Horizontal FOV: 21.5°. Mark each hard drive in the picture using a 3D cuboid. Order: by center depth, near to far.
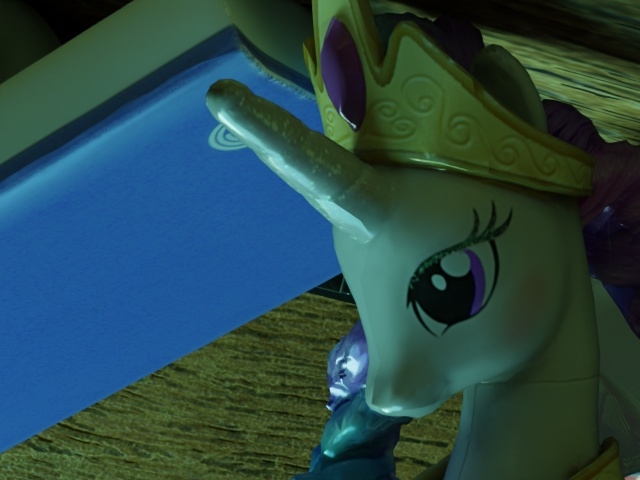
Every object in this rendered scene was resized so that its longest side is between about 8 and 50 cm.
[{"bbox_3d":[-0.114,0.023,0.599,0.318,0.040,0.210,-29,160,19],"label":"hard drive"}]

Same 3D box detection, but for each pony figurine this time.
[{"bbox_3d":[0.125,0.100,0.507,0.351,0.364,0.303,-3,180,-34],"label":"pony figurine"}]

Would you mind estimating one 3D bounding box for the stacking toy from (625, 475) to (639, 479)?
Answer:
[{"bbox_3d":[0.126,0.046,1.028,0.301,0.166,0.175,29,-177,-11],"label":"stacking toy"}]

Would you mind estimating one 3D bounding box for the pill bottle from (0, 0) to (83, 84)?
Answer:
[{"bbox_3d":[-0.130,-0.041,0.652,0.108,0.108,0.193,13,177,17],"label":"pill bottle"}]

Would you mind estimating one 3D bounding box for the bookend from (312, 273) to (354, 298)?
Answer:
[{"bbox_3d":[0.000,0.000,1.167,0.157,0.072,0.156,13,176,31],"label":"bookend"}]
